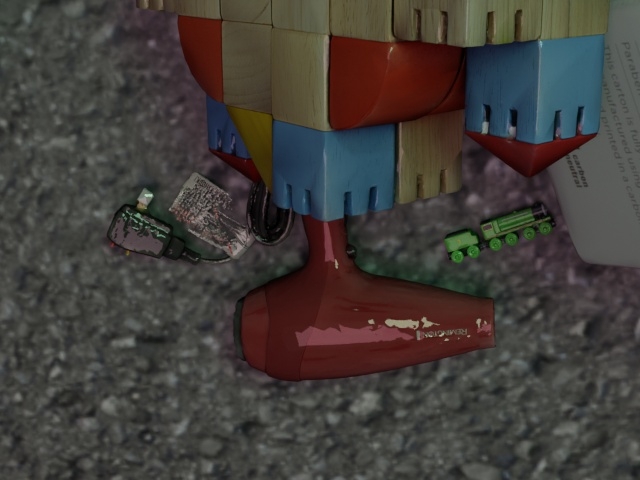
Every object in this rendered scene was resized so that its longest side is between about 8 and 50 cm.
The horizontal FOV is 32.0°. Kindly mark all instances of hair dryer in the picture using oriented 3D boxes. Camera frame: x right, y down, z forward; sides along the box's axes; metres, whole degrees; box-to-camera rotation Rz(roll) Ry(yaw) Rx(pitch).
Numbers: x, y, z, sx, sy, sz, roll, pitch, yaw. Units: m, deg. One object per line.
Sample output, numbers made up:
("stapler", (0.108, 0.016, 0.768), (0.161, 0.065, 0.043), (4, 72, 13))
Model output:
("hair dryer", (0.000, 0.000, 0.798), (0.293, 0.080, 0.223), (35, 113, -3))

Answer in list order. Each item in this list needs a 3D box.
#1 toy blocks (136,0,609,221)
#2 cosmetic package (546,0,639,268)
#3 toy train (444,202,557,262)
("toy blocks", (0.012, -0.134, 0.608), (0.381, 0.191, 0.261), (19, 115, 49))
("cosmetic package", (0.319, -0.092, 0.496), (0.230, 0.453, 0.161), (-30, 106, -23))
("toy train", (0.130, -0.006, 0.812), (0.083, 0.017, 0.023), (-19, 96, 16))
